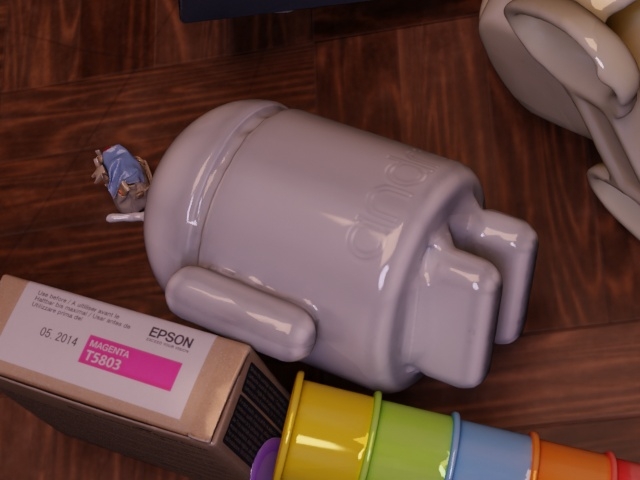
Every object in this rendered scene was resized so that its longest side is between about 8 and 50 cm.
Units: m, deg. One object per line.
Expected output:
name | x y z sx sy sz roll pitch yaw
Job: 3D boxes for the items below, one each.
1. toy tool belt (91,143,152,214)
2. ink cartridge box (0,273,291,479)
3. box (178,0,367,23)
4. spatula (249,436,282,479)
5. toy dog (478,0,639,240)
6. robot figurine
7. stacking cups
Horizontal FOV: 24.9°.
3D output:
toy tool belt | -0.193 -0.068 1.386 0.052 0.051 0.083 -32 60 -1
ink cartridge box | -0.144 0.126 1.198 0.234 0.193 0.088 15 70 21
box | 0.008 -0.396 1.364 0.343 0.179 0.313 -9 62 -11
spatula | -0.032 0.304 1.136 0.030 0.084 0.296 -11 75 21
toy dog | 0.364 -0.213 1.210 0.408 0.284 0.395 -36 26 -2
robot figurine | 0.000 0.000 1.215 0.353 0.200 0.300 19 32 23
stacking cups | 0.123 0.184 1.119 0.316 0.096 0.096 15 68 -2
